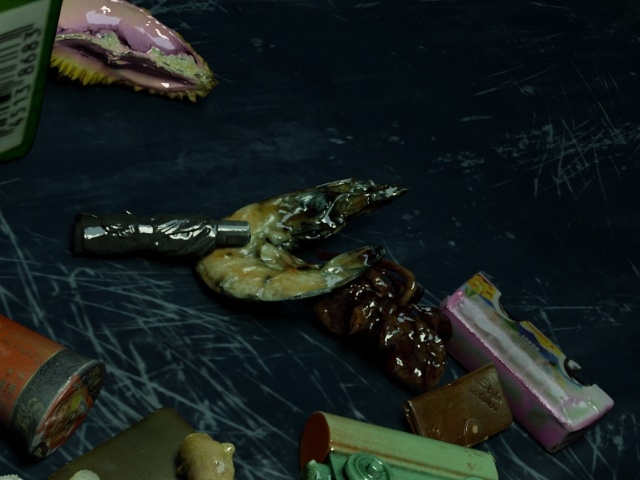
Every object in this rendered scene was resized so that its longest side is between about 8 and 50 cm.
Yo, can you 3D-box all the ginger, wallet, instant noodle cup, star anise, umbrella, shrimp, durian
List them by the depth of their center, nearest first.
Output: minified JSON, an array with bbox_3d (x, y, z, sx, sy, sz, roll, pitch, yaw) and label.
[{"bbox_3d":[-0.124,0.329,1.248,0.089,0.075,0.288,-8,56,8],"label":"ginger"},{"bbox_3d":[-0.323,0.149,1.300,0.135,0.127,0.127,31,36,11],"label":"instant noodle cup"},{"bbox_3d":[-0.203,0.262,1.320,0.110,0.031,0.198,44,38,15],"label":"wallet"},{"bbox_3d":[-0.206,-0.007,1.570,0.235,0.059,0.066,2,50,-15],"label":"umbrella"},{"bbox_3d":[0.191,0.232,1.616,0.176,0.026,0.095,-15,83,-42],"label":"wallet"},{"bbox_3d":[0.089,0.101,1.641,0.220,0.126,0.190,28,36,-13],"label":"star anise"},{"bbox_3d":[0.000,0.000,1.660,0.365,0.071,0.233,-19,38,-29],"label":"shrimp"},{"bbox_3d":[-0.320,-0.291,1.808,0.341,0.112,0.191,8,33,-41],"label":"durian"}]

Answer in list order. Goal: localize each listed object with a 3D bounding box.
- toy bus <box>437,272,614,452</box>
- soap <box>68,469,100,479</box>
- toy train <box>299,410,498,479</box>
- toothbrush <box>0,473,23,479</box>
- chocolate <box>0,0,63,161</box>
[{"bbox_3d":[0.283,0.178,1.725,0.274,0.090,0.112,45,45,15],"label":"toy bus"},{"bbox_3d":[-0.252,0.342,1.134,0.135,0.076,0.233,38,44,3],"label":"soap"},{"bbox_3d":[0.101,0.293,1.457,0.285,0.116,0.177,16,28,-20],"label":"toy train"},{"bbox_3d":[-0.427,0.266,1.152,0.307,0.029,0.025,-6,59,-40],"label":"toothbrush"},{"bbox_3d":[-0.498,-0.292,1.486,0.341,0.360,0.161,40,50,10],"label":"chocolate"}]
